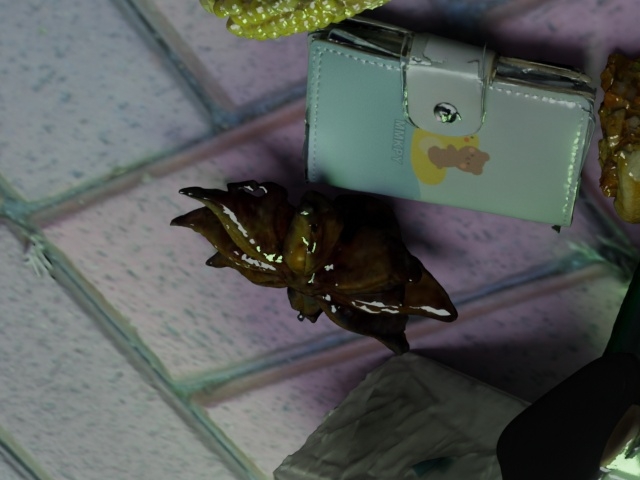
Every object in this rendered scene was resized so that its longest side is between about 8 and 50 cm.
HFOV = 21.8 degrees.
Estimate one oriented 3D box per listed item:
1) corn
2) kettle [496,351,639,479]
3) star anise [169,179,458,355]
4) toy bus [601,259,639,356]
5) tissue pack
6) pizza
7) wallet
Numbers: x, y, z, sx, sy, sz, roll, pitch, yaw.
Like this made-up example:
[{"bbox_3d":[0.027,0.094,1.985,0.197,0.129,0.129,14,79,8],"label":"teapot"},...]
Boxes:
[{"bbox_3d":[0.036,-0.209,1.207,0.288,0.086,0.086,-14,124,28],"label":"corn"},{"bbox_3d":[0.252,0.202,1.188,0.255,0.165,0.240,33,163,-13],"label":"kettle"},{"bbox_3d":[0.000,0.000,1.407,0.272,0.102,0.272,22,160,9],"label":"star anise"},{"bbox_3d":[0.323,0.041,1.245,0.183,0.199,0.343,16,134,2],"label":"toy bus"},{"bbox_3d":[0.168,0.312,1.487,0.380,0.207,0.297,55,164,-26],"label":"tissue pack"},{"bbox_3d":[0.230,-0.077,1.244,0.046,0.134,0.175,0,168,9],"label":"pizza"},{"bbox_3d":[0.098,-0.094,1.297,0.231,0.069,0.170,12,137,11],"label":"wallet"}]
